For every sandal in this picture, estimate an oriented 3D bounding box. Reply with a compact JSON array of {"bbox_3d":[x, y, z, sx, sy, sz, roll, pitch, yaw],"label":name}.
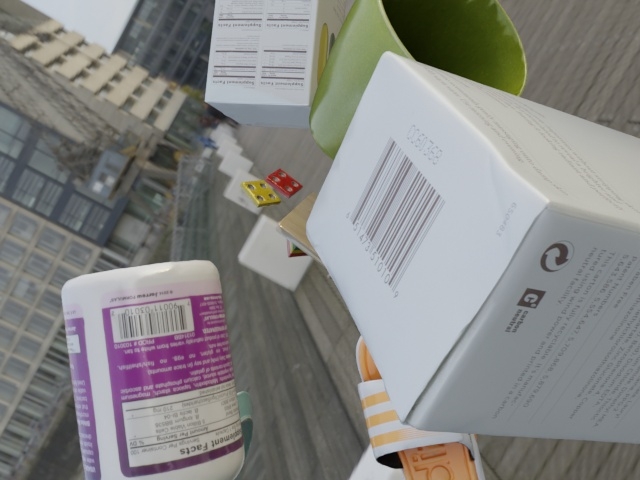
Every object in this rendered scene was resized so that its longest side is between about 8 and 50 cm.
[{"bbox_3d":[0.102,0.202,0.699,0.102,0.265,0.076,-25,-13,23],"label":"sandal"}]

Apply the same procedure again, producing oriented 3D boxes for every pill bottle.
[{"bbox_3d":[-0.172,0.180,0.784,0.169,0.169,0.301,161,101,-70],"label":"pill bottle"}]

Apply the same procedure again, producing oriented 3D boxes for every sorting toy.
[{"bbox_3d":[0.000,0.000,1.070,0.046,0.274,0.132,-55,-4,32],"label":"sorting toy"}]

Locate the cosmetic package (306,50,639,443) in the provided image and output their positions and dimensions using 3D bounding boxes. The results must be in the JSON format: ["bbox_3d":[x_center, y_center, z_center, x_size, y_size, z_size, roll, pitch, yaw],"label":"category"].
[{"bbox_3d":[0.209,0.019,0.523,0.156,0.385,0.217,-64,29,25],"label":"cosmetic package"}]

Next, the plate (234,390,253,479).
[{"bbox_3d":[-0.133,0.303,1.023,0.188,0.024,0.188,18,-90,-75],"label":"plate"}]

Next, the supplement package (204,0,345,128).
[{"bbox_3d":[-0.077,-0.359,1.370,0.199,0.198,0.262,16,-101,-75],"label":"supplement package"}]

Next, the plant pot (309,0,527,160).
[{"bbox_3d":[0.113,-0.244,1.132,0.293,0.275,0.275,-38,26,49],"label":"plant pot"}]
